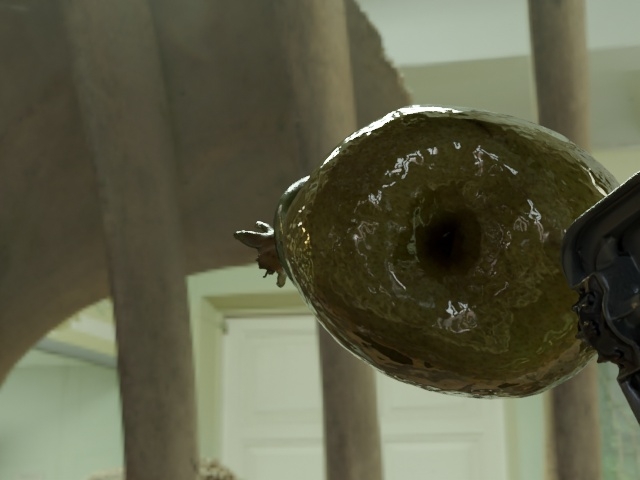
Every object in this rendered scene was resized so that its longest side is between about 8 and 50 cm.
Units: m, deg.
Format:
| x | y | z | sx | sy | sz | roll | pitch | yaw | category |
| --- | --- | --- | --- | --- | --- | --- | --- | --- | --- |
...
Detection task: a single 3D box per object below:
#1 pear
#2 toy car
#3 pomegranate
| x | y | z | sx | sy | sz | roll | pitch | yaw | category |
| --- | --- | --- | --- | --- | --- | --- | --- | --- | --- |
| 0.094 | 0.008 | 0.702 | 0.228 | 0.188 | 0.211 | 14 | -2 | 12 | pear |
| 0.198 | 0.056 | 0.480 | 0.100 | 0.191 | 0.097 | -14 | -19 | -32 | toy car |
| 0.001 | -0.002 | 1.276 | 0.156 | 0.156 | 0.220 | 8 | -8 | -27 | pomegranate |
